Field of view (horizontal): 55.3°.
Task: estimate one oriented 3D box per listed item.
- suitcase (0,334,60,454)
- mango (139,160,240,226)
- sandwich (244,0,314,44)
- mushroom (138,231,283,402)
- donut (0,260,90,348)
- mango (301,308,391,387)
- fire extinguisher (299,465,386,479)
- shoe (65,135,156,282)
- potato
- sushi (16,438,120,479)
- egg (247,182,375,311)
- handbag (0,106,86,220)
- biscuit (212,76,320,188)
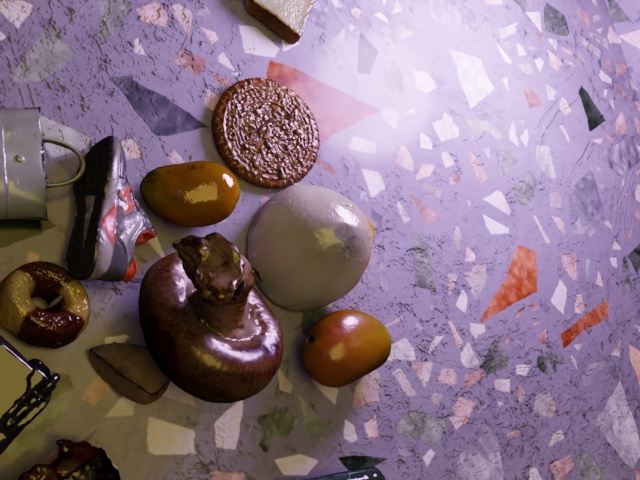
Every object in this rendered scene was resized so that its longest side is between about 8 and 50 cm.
[{"bbox_3d":[-0.680,0.260,1.031,0.345,0.188,0.339,48,59,-14],"label":"suitcase"},{"bbox_3d":[-0.292,-0.103,1.385,0.221,0.120,0.151,-11,81,-25],"label":"mango"},{"bbox_3d":[-0.093,-0.665,1.661,0.186,0.065,0.214,30,66,-21],"label":"sandwich"},{"bbox_3d":[-0.210,0.129,1.243,0.334,0.331,0.356,6,113,-49],"label":"mushroom"},{"bbox_3d":[-0.537,0.122,1.200,0.184,0.073,0.166,49,46,-7],"label":"donut"},{"bbox_3d":[0.066,0.256,1.503,0.255,0.139,0.175,-17,100,-40],"label":"mango"},{"bbox_3d":[0.000,0.599,1.412,0.311,0.114,0.095,3,38,-31],"label":"fire extinguisher"},{"bbox_3d":[-0.421,-0.059,1.297,0.171,0.132,0.336,26,53,-47],"label":"shoe"},{"bbox_3d":[-0.390,0.276,1.275,0.172,0.089,0.100,28,39,11],"label":"potato"},{"bbox_3d":[-0.520,0.517,1.083,0.343,0.196,0.182,-34,78,-37],"label":"sushi"},{"bbox_3d":[0.000,0.000,1.486,0.337,0.201,0.337,8,72,-28],"label":"egg"},{"bbox_3d":[-0.635,-0.152,1.209,0.315,0.109,0.241,-3,81,-35],"label":"handbag"},{"bbox_3d":[-0.131,-0.278,1.564,0.305,0.038,0.305,7,75,-29],"label":"biscuit"}]
